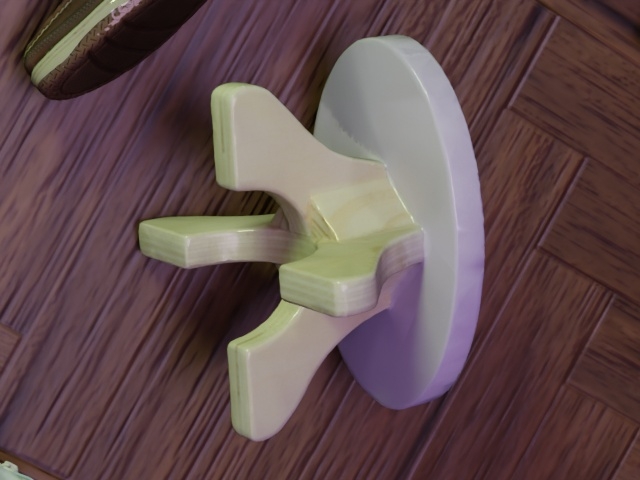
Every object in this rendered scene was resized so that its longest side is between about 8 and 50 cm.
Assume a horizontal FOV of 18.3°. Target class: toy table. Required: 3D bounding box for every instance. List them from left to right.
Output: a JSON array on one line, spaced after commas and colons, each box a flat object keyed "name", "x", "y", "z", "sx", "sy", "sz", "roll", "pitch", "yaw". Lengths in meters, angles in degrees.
[{"name": "toy table", "x": 0.000, "y": 0.000, "z": 1.419, "sx": 0.161, "sy": 0.252, "sz": 0.274, "roll": -13, "pitch": 96, "yaw": -35}]

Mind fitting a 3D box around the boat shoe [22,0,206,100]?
[{"name": "boat shoe", "x": -0.120, "y": -0.209, "z": 1.414, "sx": 0.257, "sy": 0.095, "sz": 0.095, "roll": -41, "pitch": 76, "yaw": -6}]

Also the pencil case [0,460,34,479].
[{"name": "pencil case", "x": -0.318, "y": 0.149, "z": 1.381, "sx": 0.273, "sy": 0.113, "sz": 0.124, "roll": 43, "pitch": 74, "yaw": -21}]
